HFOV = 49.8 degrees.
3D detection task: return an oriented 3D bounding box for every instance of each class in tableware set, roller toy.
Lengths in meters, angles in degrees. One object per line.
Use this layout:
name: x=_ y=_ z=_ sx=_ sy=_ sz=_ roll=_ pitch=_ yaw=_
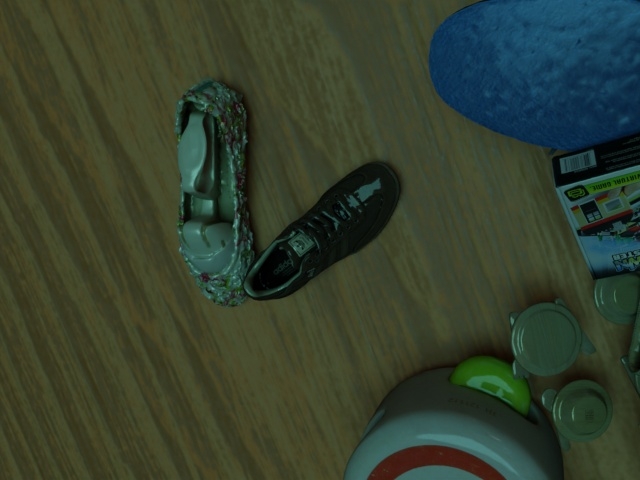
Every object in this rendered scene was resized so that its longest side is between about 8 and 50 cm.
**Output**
tableware set: x=0.248 y=0.100 z=0.601 sx=0.169 sy=0.020 sz=0.141 roll=-23 pitch=93 yaw=-5
roller toy: x=0.123 y=0.229 z=0.632 sx=0.191 sy=0.146 sz=0.209 roll=-23 pitch=93 yaw=22

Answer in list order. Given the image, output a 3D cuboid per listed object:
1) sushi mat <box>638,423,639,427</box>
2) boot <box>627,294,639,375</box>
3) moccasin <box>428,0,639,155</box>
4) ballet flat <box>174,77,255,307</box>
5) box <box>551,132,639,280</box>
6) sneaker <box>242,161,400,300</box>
sushi mat: x=0.413 y=0.143 z=0.527 sx=0.316 sy=0.019 sz=0.151 roll=-20 pitch=130 yaw=15
boot: x=0.351 y=0.034 z=0.539 sx=0.165 sy=0.077 sz=0.213 roll=15 pitch=110 yaw=4
moccasin: x=0.259 y=-0.131 z=0.535 sx=0.342 sy=0.117 sz=0.137 roll=8 pitch=116 yaw=12
ballet flat: x=-0.117 y=-0.041 z=0.698 sx=0.091 sy=0.077 sz=0.241 roll=0 pitch=102 yaw=18
box: x=0.287 y=-0.039 z=0.495 sx=0.207 sy=0.036 sz=0.114 roll=-16 pitch=131 yaw=27
sneaker: x=0.000 y=0.000 z=0.668 sx=0.188 sy=0.071 sz=0.066 roll=-44 pitch=85 yaw=22
